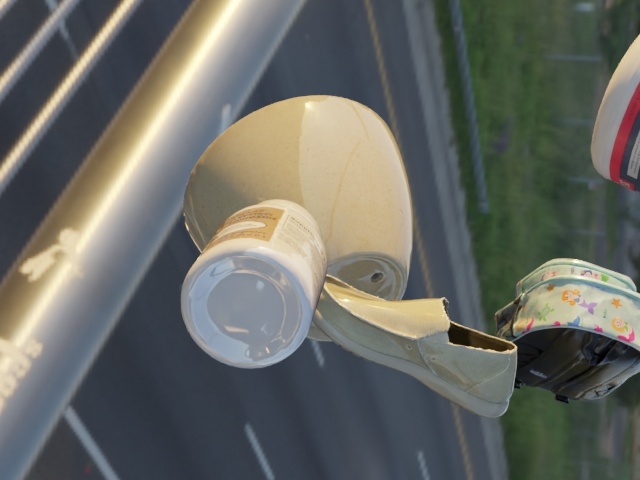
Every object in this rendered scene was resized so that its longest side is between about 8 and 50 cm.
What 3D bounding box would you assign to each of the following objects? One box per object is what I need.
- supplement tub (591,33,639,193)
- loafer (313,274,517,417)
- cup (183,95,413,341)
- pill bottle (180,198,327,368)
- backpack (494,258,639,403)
[{"bbox_3d":[0.434,-0.101,1.116,0.191,0.272,0.191,-43,150,-32],"label":"supplement tub"},{"bbox_3d":[0.106,0.101,1.245,0.092,0.268,0.102,-62,-179,14],"label":"loafer"},{"bbox_3d":[0.000,0.000,1.536,0.331,0.331,0.237,69,-5,-49],"label":"cup"},{"bbox_3d":[-0.060,0.033,1.161,0.229,0.131,0.131,-69,160,-72],"label":"pill bottle"},{"bbox_3d":[0.414,0.141,1.767,0.253,0.225,0.191,126,-18,-67],"label":"backpack"}]
